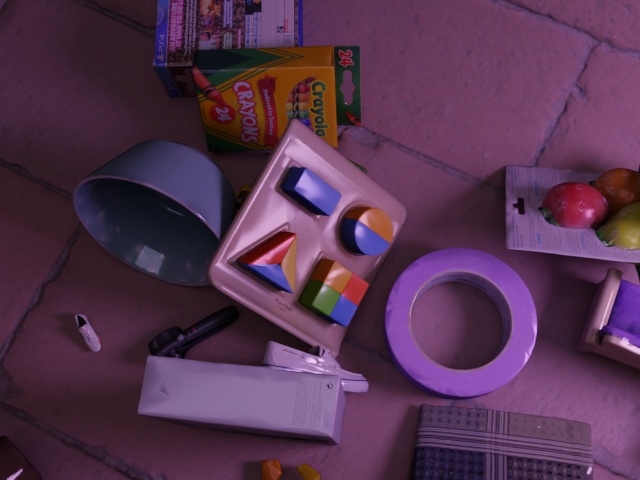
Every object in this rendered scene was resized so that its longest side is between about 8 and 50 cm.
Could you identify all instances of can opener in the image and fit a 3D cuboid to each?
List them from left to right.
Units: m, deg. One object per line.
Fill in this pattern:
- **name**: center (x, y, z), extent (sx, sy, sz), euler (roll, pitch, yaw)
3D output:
- **can opener**: center (-0.240, 0.177, 1.460), extent (0.186, 0.059, 0.073), euler (-28, 74, -5)

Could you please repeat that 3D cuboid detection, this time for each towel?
- **towel**: center (0.319, 0.451, 1.331), extent (0.325, 0.056, 0.312), euler (6, 57, 6)

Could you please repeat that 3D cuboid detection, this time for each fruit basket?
- **fruit basket**: center (0.517, -0.040, 1.397), extent (0.353, 0.165, 0.327), euler (1, 32, 12)

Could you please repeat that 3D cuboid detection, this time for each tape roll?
- **tape roll**: center (0.256, 0.156, 1.426), extent (0.275, 0.090, 0.274), euler (-1, 73, 3)

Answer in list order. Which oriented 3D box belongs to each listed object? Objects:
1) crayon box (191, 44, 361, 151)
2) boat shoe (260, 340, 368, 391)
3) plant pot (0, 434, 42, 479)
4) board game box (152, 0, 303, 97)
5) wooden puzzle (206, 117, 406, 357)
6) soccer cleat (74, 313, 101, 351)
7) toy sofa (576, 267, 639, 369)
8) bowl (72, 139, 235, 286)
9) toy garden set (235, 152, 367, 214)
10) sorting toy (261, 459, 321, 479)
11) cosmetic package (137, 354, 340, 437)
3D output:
- **crayon box**: center (-0.077, -0.278, 1.503), extent (0.319, 0.202, 0.081), euler (-2, 47, 3)
- **boat shoe**: center (-0.002, 0.226, 1.373), extent (0.226, 0.083, 0.075), euler (16, 75, -36)
- **plant pot**: center (-0.618, 0.461, 1.341), extent (0.215, 0.215, 0.230), euler (42, 65, 13)
- **board game box**: center (-0.185, -0.436, 1.591), extent (0.291, 0.141, 0.231), euler (-1, 74, 3)
- **wooden puzzle**: center (0.000, 0.000, 1.395), extent (0.322, 0.081, 0.347), euler (35, 72, -30)
- **soccer cleat**: center (-0.453, 0.179, 1.483), extent (0.029, 0.035, 0.083), euler (-29, 74, -5)
- **toy sofa**: center (0.660, 0.183, 1.351), extent (0.363, 0.177, 0.150), euler (21, 77, 10)
- **bowl**: center (-0.283, -0.068, 1.436), extent (0.312, 0.311, 0.163), euler (19, 55, 8)
- **toy garden set**: center (-0.056, -0.099, 1.535), extent (0.204, 0.049, 0.244), euler (31, 78, 11)
- **sorting toy**: center (-0.029, 0.549, 1.355), extent (0.229, 0.041, 0.307), euler (-2, 74, 9)
- **cosmetic package**: center (-0.107, 0.272, 1.261), extent (0.285, 0.377, 0.097), euler (7, 74, 6)
